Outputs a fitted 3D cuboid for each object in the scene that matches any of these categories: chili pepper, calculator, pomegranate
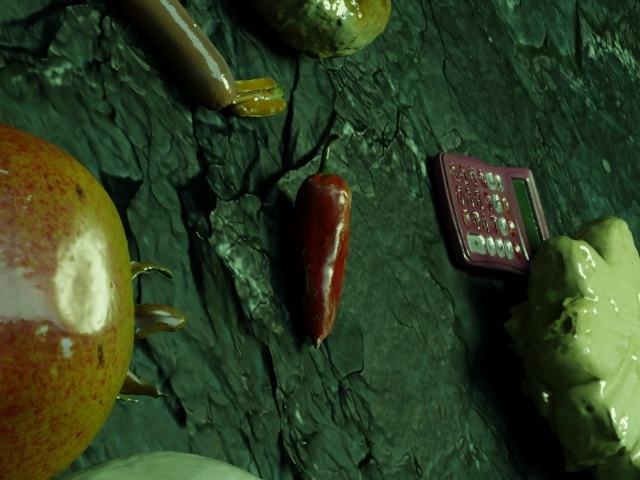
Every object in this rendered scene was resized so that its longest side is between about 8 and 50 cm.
[{"bbox_3d":[-0.001,0.000,1.418,0.059,0.050,0.191,95,-1,-70],"label":"chili pepper"},{"bbox_3d":[0.180,-0.024,1.747,0.190,0.034,0.126,8,65,-50],"label":"calculator"},{"bbox_3d":[-0.191,0.037,0.921,0.257,0.221,0.221,7,65,-39],"label":"pomegranate"}]

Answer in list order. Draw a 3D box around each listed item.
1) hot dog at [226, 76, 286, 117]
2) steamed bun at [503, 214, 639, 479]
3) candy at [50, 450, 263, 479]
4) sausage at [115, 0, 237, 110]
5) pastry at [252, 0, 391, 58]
[{"bbox_3d":[-0.058,-0.121,1.435,0.083,0.021,0.037,-9,68,-58],"label":"hot dog"},{"bbox_3d":[0.279,0.122,1.713,0.295,0.137,0.292,4,72,-49],"label":"steamed bun"},{"bbox_3d":[-0.087,0.308,0.946,0.386,0.186,0.427,60,32,-10],"label":"candy"},{"bbox_3d":[-0.127,-0.173,1.336,0.177,0.040,0.047,51,41,-27],"label":"sausage"},{"bbox_3d":[-0.013,-0.260,1.522,0.182,0.093,0.192,41,38,-44],"label":"pastry"}]
